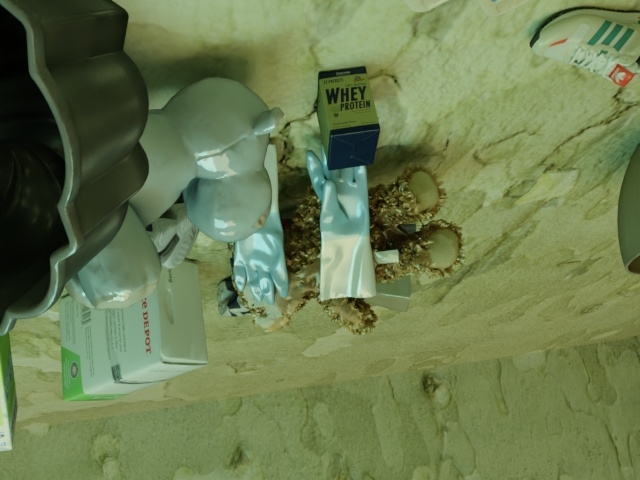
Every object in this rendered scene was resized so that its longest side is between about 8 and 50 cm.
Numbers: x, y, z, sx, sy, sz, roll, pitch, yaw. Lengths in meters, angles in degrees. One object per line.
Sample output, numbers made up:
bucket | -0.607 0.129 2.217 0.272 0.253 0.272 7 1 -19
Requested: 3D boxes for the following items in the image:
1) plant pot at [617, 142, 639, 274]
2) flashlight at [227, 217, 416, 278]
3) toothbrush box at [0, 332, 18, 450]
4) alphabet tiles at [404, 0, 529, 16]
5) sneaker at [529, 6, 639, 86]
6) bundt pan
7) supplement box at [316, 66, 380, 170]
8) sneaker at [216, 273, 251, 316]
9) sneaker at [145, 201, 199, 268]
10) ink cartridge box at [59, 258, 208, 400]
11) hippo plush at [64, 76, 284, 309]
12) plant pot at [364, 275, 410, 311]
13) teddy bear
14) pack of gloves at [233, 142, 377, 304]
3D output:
plant pot | 0.595 -0.083 1.031 0.284 0.190 0.284 -10 160 -4
flashlight | 0.000 0.000 1.085 0.304 0.103 0.103 -8 -175 -9
toothbrush box | -0.638 0.223 1.107 0.206 0.122 0.283 -2 119 -19
alphabet tiles | 0.180 -0.288 0.542 0.284 0.021 0.278 -20 157 24
sneaker | 0.315 -0.210 0.729 0.162 0.075 0.057 -5 158 -15
bundt pan | -0.255 -0.106 0.458 0.331 0.330 0.124 -27 -169 35
supplement box | 0.030 -0.139 0.760 0.056 0.083 0.083 -9 159 -6
sneaker | -0.096 0.096 1.289 0.153 0.094 0.235 0 157 -29
sneaker | -0.264 -0.028 0.886 0.101 0.153 0.268 -64 173 18
ink cartridge box | -0.343 0.163 1.190 0.273 0.198 0.115 -23 156 30
hippo plush | -0.177 -0.089 0.690 0.237 0.294 0.234 -22 -154 -32
plant pot | 0.135 0.083 1.361 0.096 0.109 0.109 1 159 4
teddy bear | 0.040 0.012 0.963 0.338 0.245 0.113 -37 -165 13
pack of gloves | -0.029 -0.014 0.869 0.195 0.231 0.046 -6 -159 1
